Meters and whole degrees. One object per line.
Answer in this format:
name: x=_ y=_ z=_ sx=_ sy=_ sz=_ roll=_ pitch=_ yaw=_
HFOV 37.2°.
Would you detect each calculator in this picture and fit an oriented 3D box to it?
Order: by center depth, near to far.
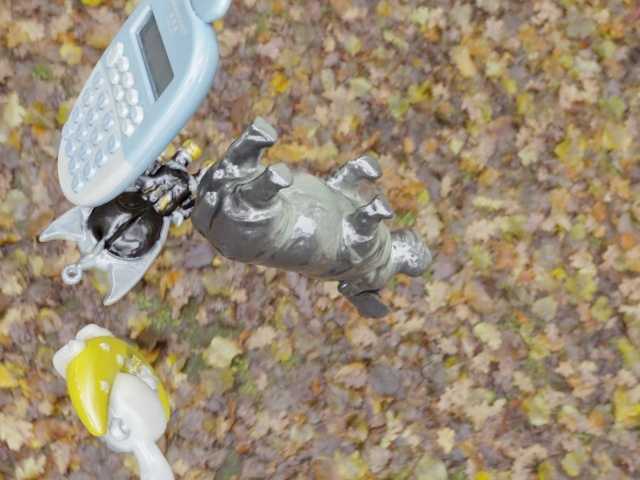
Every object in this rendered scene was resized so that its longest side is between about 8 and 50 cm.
calculator: x=-0.181 y=-0.160 z=0.974 sx=0.042 sy=0.302 sz=0.188 roll=26 pitch=30 yaw=-39

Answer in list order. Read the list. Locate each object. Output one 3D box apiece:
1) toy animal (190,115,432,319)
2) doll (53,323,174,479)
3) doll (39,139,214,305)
toy animal: x=0.016 y=-0.007 z=1.033 sx=0.343 sy=0.168 sz=0.106 roll=30 pitch=34 yaw=-46
doll: x=-0.300 y=0.245 z=1.423 sx=0.111 sy=0.237 sz=0.252 roll=-32 pitch=107 yaw=5
doll: x=-0.292 y=-0.042 z=1.508 sx=0.316 sy=0.103 sz=0.145 roll=-45 pitch=115 yaw=-26
